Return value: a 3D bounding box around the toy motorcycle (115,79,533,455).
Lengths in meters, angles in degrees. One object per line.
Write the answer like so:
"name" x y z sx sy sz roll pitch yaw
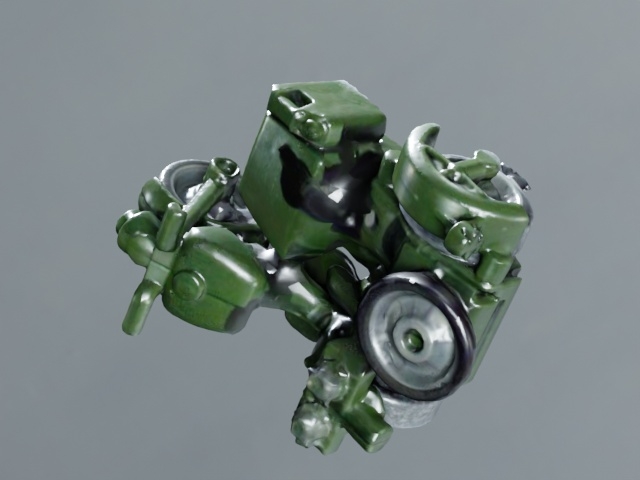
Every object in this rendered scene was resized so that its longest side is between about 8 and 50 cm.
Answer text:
"toy motorcycle" 0.000 0.000 1.110 0.127 0.275 0.205 -17 -40 -45
